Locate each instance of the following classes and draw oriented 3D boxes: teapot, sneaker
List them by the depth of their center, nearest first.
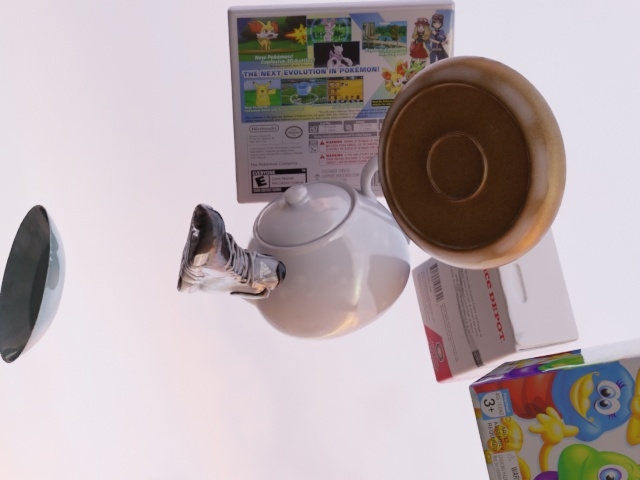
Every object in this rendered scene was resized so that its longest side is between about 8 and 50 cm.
[{"bbox_3d":[-0.102,0.019,1.464,0.229,0.132,0.086,128,-29,-71],"label":"sneaker"},{"bbox_3d":[0.000,0.000,1.627,0.252,0.256,0.187,1,-50,29],"label":"teapot"}]

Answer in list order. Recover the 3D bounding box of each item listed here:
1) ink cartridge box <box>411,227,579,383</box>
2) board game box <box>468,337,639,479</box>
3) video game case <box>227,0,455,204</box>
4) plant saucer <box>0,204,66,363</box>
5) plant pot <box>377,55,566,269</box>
[{"bbox_3d":[0.227,0.083,1.569,0.237,0.100,0.172,140,-60,-64],"label":"ink cartridge box"},{"bbox_3d":[0.285,0.155,0.984,0.275,0.142,0.144,-14,-93,21],"label":"board game box"},{"bbox_3d":[0.033,-0.203,1.744,0.036,0.328,0.300,-101,-171,-66],"label":"video game case"},{"bbox_3d":[-0.343,0.055,1.419,0.195,0.037,0.195,-34,-131,52],"label":"plant saucer"},{"bbox_3d":[0.154,-0.082,1.283,0.236,0.032,0.236,8,-77,36],"label":"plant pot"}]
